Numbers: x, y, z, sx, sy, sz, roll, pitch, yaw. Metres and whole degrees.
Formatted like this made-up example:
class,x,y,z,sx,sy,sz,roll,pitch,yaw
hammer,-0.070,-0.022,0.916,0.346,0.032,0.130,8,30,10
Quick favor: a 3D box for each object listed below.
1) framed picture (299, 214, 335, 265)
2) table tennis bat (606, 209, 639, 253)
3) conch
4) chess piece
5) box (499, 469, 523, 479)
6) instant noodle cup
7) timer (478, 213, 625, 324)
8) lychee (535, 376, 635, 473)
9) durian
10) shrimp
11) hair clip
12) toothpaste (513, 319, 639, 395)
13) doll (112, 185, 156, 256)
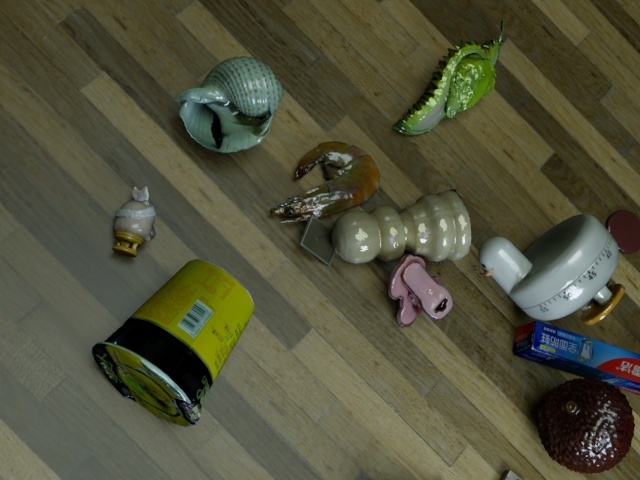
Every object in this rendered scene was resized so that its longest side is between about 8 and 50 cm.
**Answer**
class,x,y,z,sx,sy,sz,roll,pitch,yaw
framed picture,0.000,0.000,1.651,0.089,0.006,0.066,37,65,-37
table tennis bat,0.653,-0.009,1.881,0.154,0.019,0.098,-28,86,-25
conch,-0.165,-0.259,1.626,0.199,0.131,0.172,-4,104,9
chess piece,0.148,-0.016,1.667,0.260,0.143,0.143,-7,78,-14
box,0.360,0.491,1.647,0.053,0.024,0.083,38,69,-5
instant noodle cup,-0.234,0.163,1.459,0.215,0.215,0.236,39,61,-5
timer,0.456,0.038,1.690,0.240,0.233,0.233,46,67,-5
lychee,0.512,0.359,1.647,0.194,0.194,0.195,5,74,-17
durian,0.298,-0.346,1.812,0.375,0.106,0.132,-42,96,-19
shrimp,0.006,-0.111,1.679,0.248,0.068,0.150,-31,74,-28
hair clip,0.178,0.092,1.645,0.138,0.102,0.123,44,71,-14
toothpaste,0.552,0.243,1.748,0.320,0.076,0.066,18,69,-13
doll,-0.328,-0.033,1.549,0.084,0.073,0.127,30,69,-44
